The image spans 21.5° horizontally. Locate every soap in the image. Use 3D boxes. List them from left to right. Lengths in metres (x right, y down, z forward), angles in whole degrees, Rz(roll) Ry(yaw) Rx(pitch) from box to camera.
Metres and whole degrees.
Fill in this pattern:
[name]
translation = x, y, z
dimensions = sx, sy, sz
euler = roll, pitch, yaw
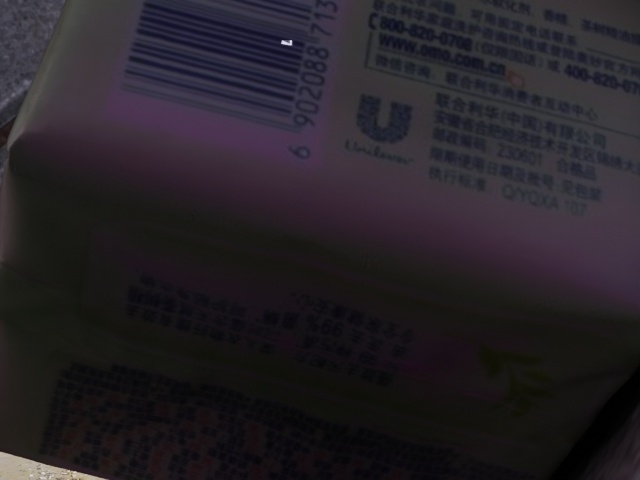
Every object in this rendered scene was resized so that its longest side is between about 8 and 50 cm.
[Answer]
[soap]
translation = 0.000, 0.000, 0.549
dimensions = 0.182, 0.199, 0.138
euler = 112, 171, -52

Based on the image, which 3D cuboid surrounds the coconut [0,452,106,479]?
[coconut]
translation = -0.167, 0.270, 0.864
dimensions = 0.353, 0.352, 0.352
euler = -62, -3, -5
